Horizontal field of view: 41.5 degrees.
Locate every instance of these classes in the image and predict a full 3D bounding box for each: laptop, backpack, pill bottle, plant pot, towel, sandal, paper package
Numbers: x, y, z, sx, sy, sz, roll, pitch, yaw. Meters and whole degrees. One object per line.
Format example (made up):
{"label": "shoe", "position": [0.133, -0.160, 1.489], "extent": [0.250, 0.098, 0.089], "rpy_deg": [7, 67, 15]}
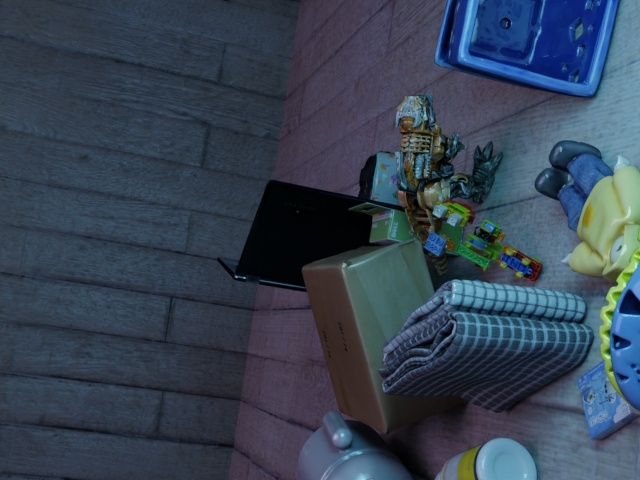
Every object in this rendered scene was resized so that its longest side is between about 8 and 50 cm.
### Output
{"label": "laptop", "position": [0.000, 0.000, 1.917], "extent": [0.408, 0.381, 0.236], "rpy_deg": [-154, 76, -73]}
{"label": "backpack", "position": [0.153, -0.114, 1.877], "extent": [0.188, 0.144, 0.166], "rpy_deg": [46, -126, -85]}
{"label": "pill bottle", "position": [0.253, 0.380, 1.336], "extent": [0.184, 0.103, 0.103], "rpy_deg": [128, 148, -58]}
{"label": "plant pot", "position": [0.319, -0.364, 1.361], "extent": [0.212, 0.235, 0.236], "rpy_deg": [-141, 63, -79]}
{"label": "towel", "position": [0.240, 0.169, 1.288], "extent": [0.284, 0.235, 0.121], "rpy_deg": [125, 145, -55]}
{"label": "sandal", "position": [0.419, 0.053, 0.966], "extent": [0.138, 0.126, 0.318], "rpy_deg": [-156, 76, -69]}
{"label": "paper package", "position": [0.110, 0.175, 1.629], "extent": [0.309, 0.168, 0.325], "rpy_deg": [171, 82, -74]}

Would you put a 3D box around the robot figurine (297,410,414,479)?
{"label": "robot figurine", "position": [0.071, 0.492, 1.701], "extent": [0.353, 0.199, 0.300], "rpy_deg": [-149, 36, -73]}

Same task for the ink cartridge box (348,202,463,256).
{"label": "ink cartridge box", "position": [0.164, -0.018, 1.682], "extent": [0.109, 0.209, 0.062], "rpy_deg": [169, 113, -73]}

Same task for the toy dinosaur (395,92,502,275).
{"label": "toy dinosaur", "position": [0.198, -0.106, 1.539], "extent": [0.164, 0.218, 0.322], "rpy_deg": [27, 122, 30]}

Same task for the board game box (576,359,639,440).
{"label": "board game box", "position": [0.387, 0.211, 1.139], "extent": [0.090, 0.020, 0.090], "rpy_deg": [121, 153, -49]}

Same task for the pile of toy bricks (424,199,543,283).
{"label": "pile of toy bricks", "position": [0.285, 0.019, 1.446], "extent": [0.212, 0.105, 0.118], "rpy_deg": [34, 119, 28]}

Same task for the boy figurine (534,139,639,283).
{"label": "boy figurine", "position": [0.387, -0.022, 1.163], "extent": [0.285, 0.092, 0.177], "rpy_deg": [-98, 27, -55]}

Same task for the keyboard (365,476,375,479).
{"label": "keyboard", "position": [0.130, 0.550, 1.504], "extent": [0.072, 0.014, 0.256], "rpy_deg": [-36, 77, 24]}
